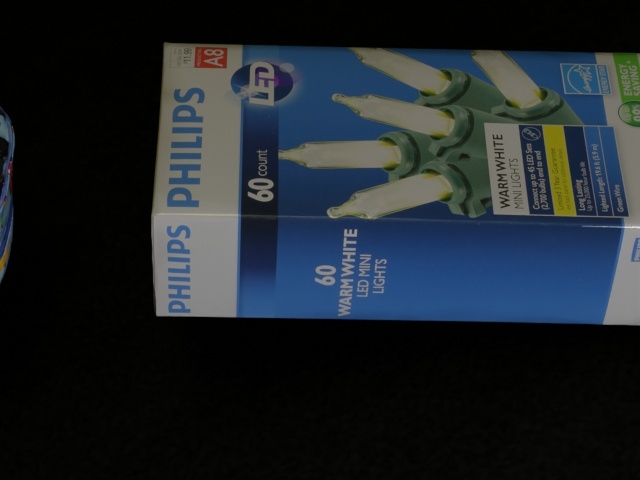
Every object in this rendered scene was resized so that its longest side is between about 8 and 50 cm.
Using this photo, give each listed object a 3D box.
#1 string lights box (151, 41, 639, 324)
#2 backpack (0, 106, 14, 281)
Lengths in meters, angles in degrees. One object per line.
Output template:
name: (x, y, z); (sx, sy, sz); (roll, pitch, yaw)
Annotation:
string lights box: (0.047, -0.029, 0.955); (0.260, 0.076, 0.133); (1, 46, -3)
backpack: (-0.241, -0.005, 1.004); (0.173, 0.117, 0.158); (-8, 45, 7)
